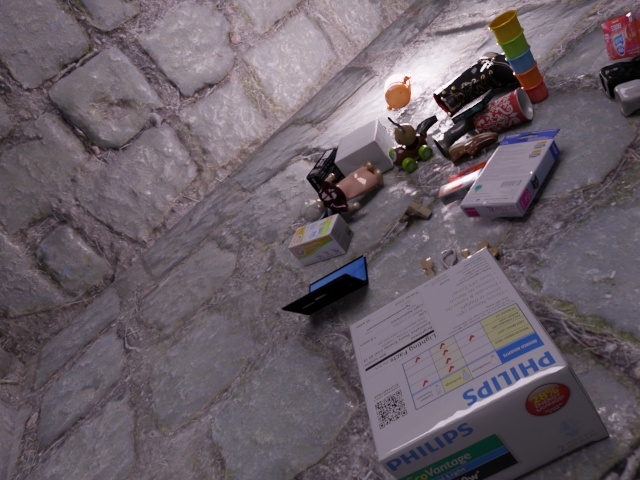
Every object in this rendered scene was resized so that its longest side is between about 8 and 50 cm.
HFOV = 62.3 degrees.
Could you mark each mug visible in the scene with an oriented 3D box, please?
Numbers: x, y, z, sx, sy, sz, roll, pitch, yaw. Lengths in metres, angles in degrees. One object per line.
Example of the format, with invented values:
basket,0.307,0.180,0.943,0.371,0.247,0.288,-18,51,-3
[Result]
mug,0.627,-0.435,1.814,0.169,0.113,0.150,-20,5,42

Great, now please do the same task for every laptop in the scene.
laptop,0.018,0.128,1.679,0.234,0.264,0.137,-31,65,19

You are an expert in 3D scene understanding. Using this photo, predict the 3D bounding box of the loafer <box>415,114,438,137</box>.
loafer,0.410,-0.436,2.139,0.170,0.062,0.061,-39,67,9

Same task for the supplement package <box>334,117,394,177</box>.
supplement package,0.187,-0.364,2.196,0.194,0.149,0.203,-25,30,27

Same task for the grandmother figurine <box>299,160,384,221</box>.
grandmother figurine,0.076,-0.173,2.018,0.342,0.104,0.208,-29,42,-14

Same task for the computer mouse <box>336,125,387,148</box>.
computer mouse,0.165,-0.442,2.431,0.272,0.072,0.189,-13,38,42

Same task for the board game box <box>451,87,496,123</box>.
board game box,0.542,-0.475,1.871,0.126,0.026,0.186,-28,10,38

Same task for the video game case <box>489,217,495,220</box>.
video game case,0.531,-0.137,1.556,0.143,0.019,0.157,-35,27,11

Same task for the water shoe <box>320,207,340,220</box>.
water shoe,0.028,-0.092,2.074,0.080,0.073,0.203,-31,27,22

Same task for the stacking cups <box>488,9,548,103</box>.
stacking cups,0.670,-0.603,1.757,0.096,0.316,0.096,-31,30,21

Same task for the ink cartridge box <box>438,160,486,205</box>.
ink cartridge box,0.459,-0.199,1.699,0.145,0.045,0.179,-25,27,31

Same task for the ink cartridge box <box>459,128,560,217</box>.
ink cartridge box,0.554,-0.194,1.522,0.185,0.065,0.311,2,51,54

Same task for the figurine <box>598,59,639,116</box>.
figurine,0.923,-0.459,1.478,0.209,0.092,0.215,-23,32,22

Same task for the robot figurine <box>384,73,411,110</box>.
robot figurine,0.368,-0.708,2.512,0.158,0.128,0.219,-19,33,22

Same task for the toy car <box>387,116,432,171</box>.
toy car,0.310,-0.382,2.007,0.149,0.188,0.155,-38,33,4

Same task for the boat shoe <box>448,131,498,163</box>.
boat shoe,0.522,-0.312,1.801,0.178,0.064,0.060,-20,63,37

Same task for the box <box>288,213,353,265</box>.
box,0.000,0.000,1.935,0.203,0.103,0.114,-18,33,37

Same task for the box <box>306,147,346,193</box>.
box,0.045,-0.278,2.252,0.077,0.147,0.180,-6,43,48

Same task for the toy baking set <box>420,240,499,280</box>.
toy baking set,0.370,0.086,1.420,0.256,0.030,0.197,-14,34,41

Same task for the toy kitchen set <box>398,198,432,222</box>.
toy kitchen set,0.307,-0.073,1.736,0.068,0.075,0.083,-52,-11,-29

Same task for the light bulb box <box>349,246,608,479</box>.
light bulb box,0.279,0.263,1.043,0.357,0.225,0.361,-33,28,13

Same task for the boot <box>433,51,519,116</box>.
boot,0.603,-0.593,2.025,0.284,0.138,0.377,-35,23,8

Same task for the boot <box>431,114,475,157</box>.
boot,0.518,-0.398,1.928,0.208,0.076,0.190,-26,30,12

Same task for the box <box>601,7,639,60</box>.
box,0.931,-0.608,1.535,0.128,0.123,0.257,-17,11,14
